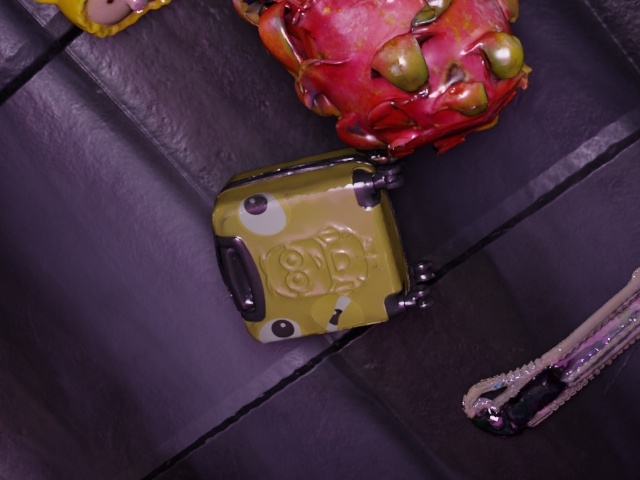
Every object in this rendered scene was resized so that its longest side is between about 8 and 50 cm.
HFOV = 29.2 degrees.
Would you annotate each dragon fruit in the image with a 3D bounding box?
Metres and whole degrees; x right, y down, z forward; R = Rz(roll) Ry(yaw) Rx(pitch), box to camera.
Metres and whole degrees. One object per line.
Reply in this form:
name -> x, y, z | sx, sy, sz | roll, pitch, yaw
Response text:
dragon fruit -> 0.060, -0.206, 1.260 | 0.307, 0.227, 0.243 | -2, 71, 4

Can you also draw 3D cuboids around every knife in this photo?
knife -> 0.321, 0.127, 1.490 | 0.089, 0.043, 0.365 | 44, 110, -13

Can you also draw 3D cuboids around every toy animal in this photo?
toy animal -> -0.213, -0.333, 1.303 | 0.156, 0.156, 0.230 | 30, 109, -6

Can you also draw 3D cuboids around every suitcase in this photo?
suitcase -> 0.000, 0.000, 1.421 | 0.234, 0.143, 0.194 | -12, 112, 11
